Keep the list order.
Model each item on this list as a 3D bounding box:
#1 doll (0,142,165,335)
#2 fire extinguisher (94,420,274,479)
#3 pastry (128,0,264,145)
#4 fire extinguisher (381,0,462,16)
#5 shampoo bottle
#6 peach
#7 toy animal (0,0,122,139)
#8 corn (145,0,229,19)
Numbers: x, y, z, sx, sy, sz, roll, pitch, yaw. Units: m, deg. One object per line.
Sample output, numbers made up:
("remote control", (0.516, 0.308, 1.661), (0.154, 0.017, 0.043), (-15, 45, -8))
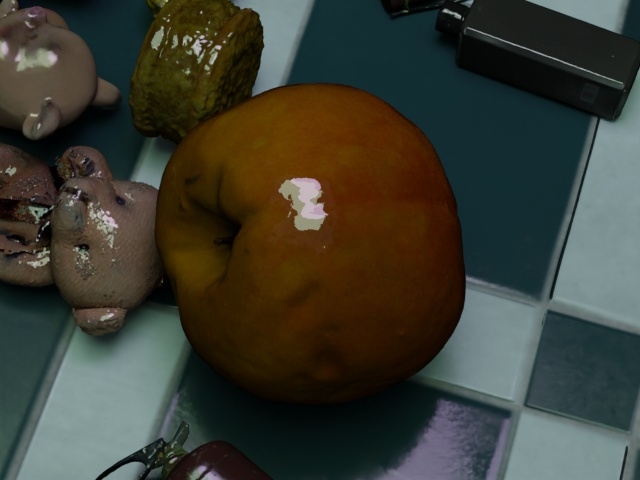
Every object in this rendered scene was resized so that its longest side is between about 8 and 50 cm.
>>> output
("doll", (-0.299, -0.037, 1.824), (0.303, 0.156, 0.201), (26, 66, 16))
("fire extinguisher", (-0.071, 0.310, 1.676), (0.337, 0.114, 0.135), (40, 83, 17))
("pastry", (-0.140, -0.190, 1.884), (0.103, 0.188, 0.188), (21, 65, 12))
("fire extinguisher", (0.151, -0.322, 2.032), (0.158, 0.043, 0.064), (-16, 95, -9))
("shampoo bottle", (0.257, -0.230, 1.968), (0.246, 0.080, 0.079), (21, 63, 9))
("peach", (0.000, 0.000, 1.720), (0.302, 0.343, 0.342), (-3, 61, -32))
("toy animal", (-0.370, -0.206, 1.902), (0.250, 0.154, 0.166), (26, 48, 20))
("corn", (-0.125, -0.371, 2.019), (0.101, 0.101, 0.291), (19, 63, 8))
